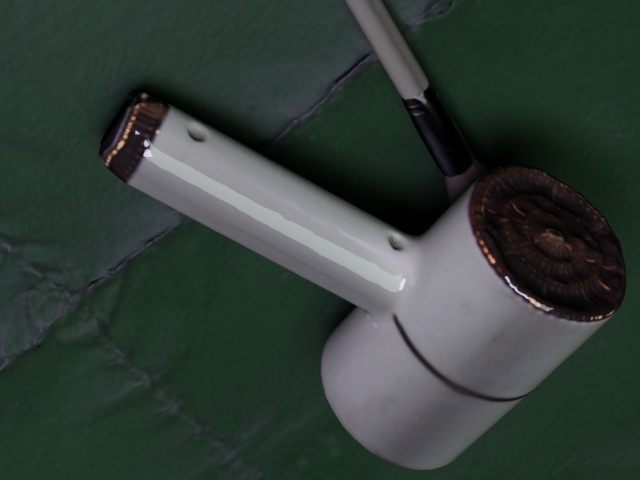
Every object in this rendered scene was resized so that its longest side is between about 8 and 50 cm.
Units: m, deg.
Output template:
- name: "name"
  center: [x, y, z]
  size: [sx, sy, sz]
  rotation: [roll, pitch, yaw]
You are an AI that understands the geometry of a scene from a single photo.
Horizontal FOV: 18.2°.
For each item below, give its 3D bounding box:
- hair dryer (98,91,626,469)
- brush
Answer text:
- name: "hair dryer"
  center: [0.000, 0.000, 1.313]
  size: [0.362, 0.128, 0.203]
  rotation: [28, 133, -15]
- name: "brush"
  center: [0.058, -0.108, 1.316]
  size: [0.039, 0.042, 0.299]
  rotation: [-10, 131, 29]
